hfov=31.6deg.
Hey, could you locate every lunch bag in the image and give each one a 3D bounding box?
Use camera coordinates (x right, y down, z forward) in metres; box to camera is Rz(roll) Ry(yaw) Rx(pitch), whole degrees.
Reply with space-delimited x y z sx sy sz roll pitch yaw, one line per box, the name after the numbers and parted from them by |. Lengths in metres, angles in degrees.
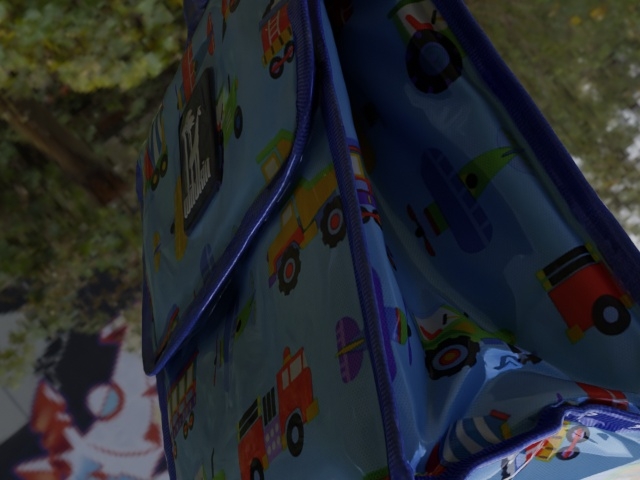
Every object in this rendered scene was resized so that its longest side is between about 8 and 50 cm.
0.000 0.000 0.479 0.138 0.293 0.221 -5 149 -27 | lunch bag
